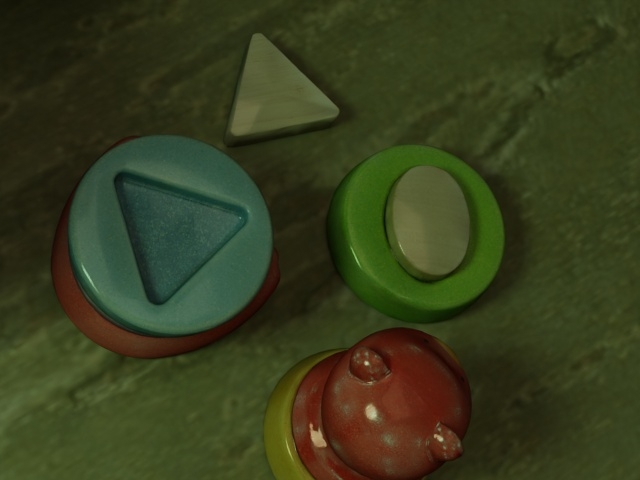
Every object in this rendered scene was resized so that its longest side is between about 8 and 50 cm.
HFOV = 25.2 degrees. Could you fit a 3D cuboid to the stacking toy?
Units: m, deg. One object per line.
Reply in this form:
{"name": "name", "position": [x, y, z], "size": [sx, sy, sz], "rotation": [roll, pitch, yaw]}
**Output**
{"name": "stacking toy", "position": [0.000, 0.000, 0.945], "size": [0.309, 0.130, 0.279], "rotation": [35, 65, -5]}
